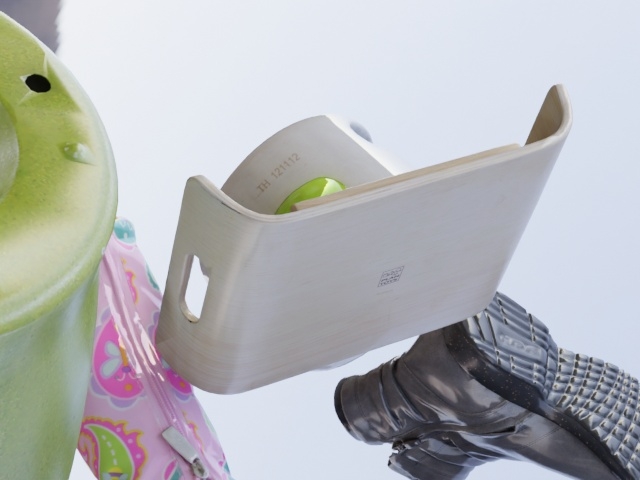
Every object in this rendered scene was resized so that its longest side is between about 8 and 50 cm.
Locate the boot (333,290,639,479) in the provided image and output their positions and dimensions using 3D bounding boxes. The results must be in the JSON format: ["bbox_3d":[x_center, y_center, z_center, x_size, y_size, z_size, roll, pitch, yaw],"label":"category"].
[{"bbox_3d":[0.197,0.197,1.590,0.223,0.338,0.118,-41,-166,41],"label":"boot"}]

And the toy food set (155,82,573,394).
[{"bbox_3d":[0.032,-0.009,1.192,0.092,0.306,0.220,59,-28,28],"label":"toy food set"}]

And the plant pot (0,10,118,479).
[{"bbox_3d":[-0.274,0.051,0.856,0.353,0.366,0.366,123,-18,-45],"label":"plant pot"}]

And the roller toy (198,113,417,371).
[{"bbox_3d":[0.000,0.000,1.331,0.146,0.191,0.209,42,-45,28],"label":"roller toy"}]

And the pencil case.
[{"bbox_3d":[-0.153,0.118,1.271,0.124,0.124,0.284,-44,-117,40],"label":"pencil case"}]
